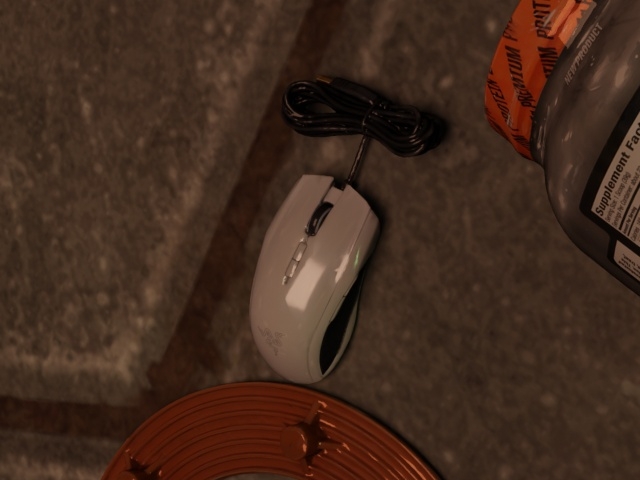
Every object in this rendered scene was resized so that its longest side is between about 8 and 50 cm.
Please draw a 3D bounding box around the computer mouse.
[{"bbox_3d":[0.000,0.000,0.949,0.106,0.042,0.193,25,108,27],"label":"computer mouse"}]

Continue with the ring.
[{"bbox_3d":[-0.032,0.257,1.003,0.337,0.032,0.336,3,96,32],"label":"ring"}]

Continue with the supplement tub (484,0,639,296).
[{"bbox_3d":[0.239,-0.021,0.705,0.316,0.193,0.193,41,115,23],"label":"supplement tub"}]
